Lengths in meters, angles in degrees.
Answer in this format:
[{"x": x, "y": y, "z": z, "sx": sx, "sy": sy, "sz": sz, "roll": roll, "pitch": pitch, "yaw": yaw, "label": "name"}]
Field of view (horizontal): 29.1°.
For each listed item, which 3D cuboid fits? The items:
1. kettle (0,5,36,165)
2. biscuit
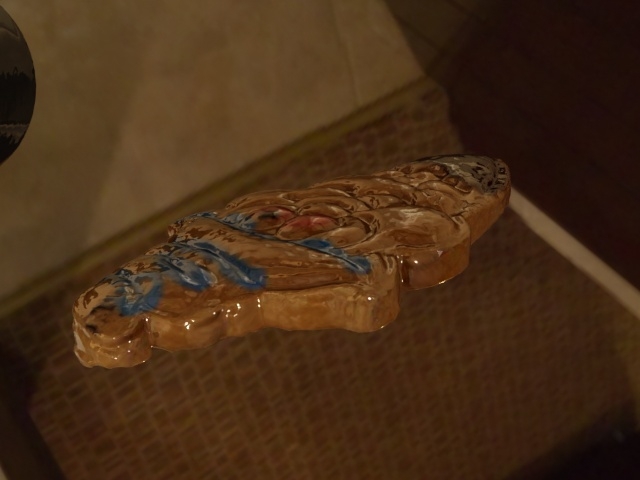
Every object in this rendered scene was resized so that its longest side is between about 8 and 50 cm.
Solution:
[{"x": -0.418, "y": -0.124, "z": 1.045, "sx": 0.262, "sy": 0.308, "sz": 0.203, "roll": -1, "pitch": 100, "yaw": 7, "label": "kettle"}, {"x": 0.000, "y": 0.000, "z": 0.610, "sx": 0.280, "sy": 0.183, "sz": 0.043, "roll": -25, "pitch": 116, "yaw": -35, "label": "biscuit"}]
